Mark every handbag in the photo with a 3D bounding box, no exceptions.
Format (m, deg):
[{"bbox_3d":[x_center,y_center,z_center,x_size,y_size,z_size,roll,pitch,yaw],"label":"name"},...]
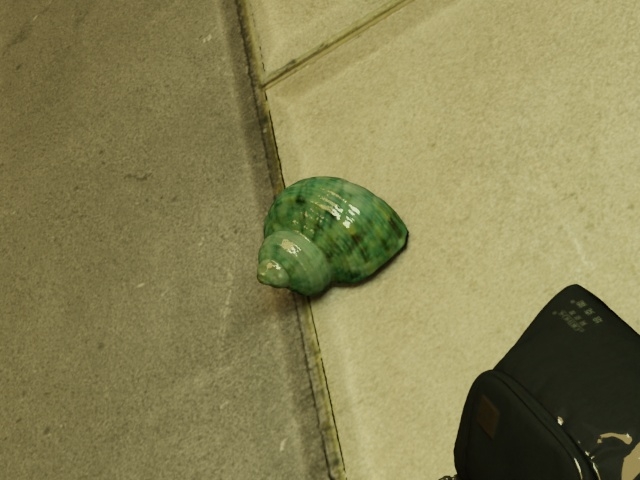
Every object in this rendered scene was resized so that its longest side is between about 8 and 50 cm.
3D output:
[{"bbox_3d":[0.264,0.221,1.708,0.275,0.178,0.302,-43,41,3],"label":"handbag"}]

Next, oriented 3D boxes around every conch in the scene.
[{"bbox_3d":[0.001,-0.003,2.151,0.188,0.122,0.176,-46,65,5],"label":"conch"}]
